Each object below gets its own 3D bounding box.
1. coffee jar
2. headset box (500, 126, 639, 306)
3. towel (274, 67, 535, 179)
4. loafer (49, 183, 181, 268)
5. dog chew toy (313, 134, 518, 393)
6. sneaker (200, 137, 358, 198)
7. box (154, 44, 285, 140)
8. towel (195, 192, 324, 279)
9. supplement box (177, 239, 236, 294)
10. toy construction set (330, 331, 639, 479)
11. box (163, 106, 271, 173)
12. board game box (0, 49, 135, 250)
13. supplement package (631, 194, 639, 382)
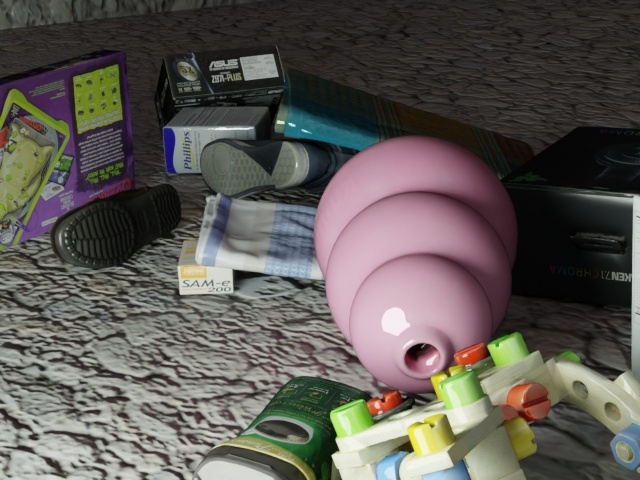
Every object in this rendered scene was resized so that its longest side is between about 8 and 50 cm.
[{"bbox_3d":[-0.026,0.177,1.221,0.096,0.079,0.184,13,22,22],"label":"coffee jar"},{"bbox_3d":[0.348,-0.026,1.714,0.246,0.131,0.283,7,21,29],"label":"headset box"},{"bbox_3d":[0.120,-0.138,2.081,0.370,0.040,0.271,17,18,-4],"label":"towel"},{"bbox_3d":[-0.259,-0.015,1.884,0.078,0.080,0.220,-3,10,33],"label":"loafer"},{"bbox_3d":[0.093,0.031,1.488,0.207,0.206,0.332,-2,26,3],"label":"dog chew toy"},{"bbox_3d":[-0.045,-0.102,2.103,0.163,0.086,0.226,-7,8,-42],"label":"sneaker"},{"bbox_3d":[-0.158,-0.229,2.399,0.180,0.077,0.147,-8,-21,-15],"label":"box"},{"bbox_3d":[0.000,0.000,1.779,0.285,0.034,0.209,7,18,-1],"label":"towel"},{"bbox_3d":[-0.129,0.029,1.768,0.062,0.036,0.098,-2,18,0],"label":"supplement box"},{"bbox_3d":[0.146,0.145,1.178,0.328,0.151,0.215,-6,-8,-35],"label":"toy construction set"},{"bbox_3d":[-0.150,-0.148,2.269,0.137,0.072,0.126,1,18,8],"label":"box"},{"bbox_3d":[-0.366,-0.112,1.970,0.056,0.208,0.347,5,18,32],"label":"board game box"},{"bbox_3d":[0.389,0.051,1.350,0.194,0.203,0.149,-15,21,-35],"label":"supplement package"}]
